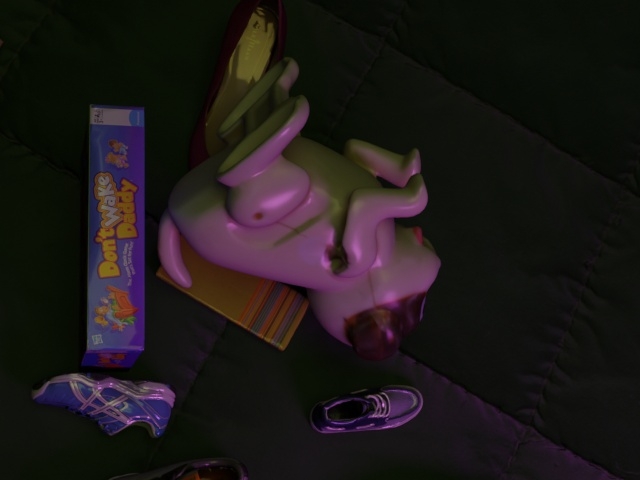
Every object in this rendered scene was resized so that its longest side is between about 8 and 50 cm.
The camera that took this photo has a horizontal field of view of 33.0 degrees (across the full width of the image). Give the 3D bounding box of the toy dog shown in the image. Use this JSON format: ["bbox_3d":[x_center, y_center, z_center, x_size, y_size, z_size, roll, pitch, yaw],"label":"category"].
[{"bbox_3d":[0.000,0.000,1.607,0.408,0.284,0.395,40,96,-20],"label":"toy dog"}]

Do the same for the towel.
[{"bbox_3d":[-0.137,0.076,1.719,0.237,0.021,0.102,31,65,-5],"label":"towel"}]

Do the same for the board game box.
[{"bbox_3d":[-0.306,0.005,1.576,0.078,0.233,0.347,1,75,-15],"label":"board game box"}]

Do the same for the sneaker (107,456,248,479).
[{"bbox_3d":[-0.231,0.366,1.560,0.272,0.108,0.100,-14,70,-22],"label":"sneaker"}]

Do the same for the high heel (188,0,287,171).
[{"bbox_3d":[-0.128,-0.210,1.705,0.127,0.181,0.377,7,74,-13],"label":"high heel"}]

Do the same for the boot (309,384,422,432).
[{"bbox_3d":[0.082,0.265,1.692,0.190,0.086,0.069,-11,79,-17],"label":"boot"}]

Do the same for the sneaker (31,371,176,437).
[{"bbox_3d":[-0.320,0.242,1.593,0.211,0.080,0.081,8,71,-12],"label":"sneaker"}]

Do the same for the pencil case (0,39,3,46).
[{"bbox_3d":[-0.627,-0.372,1.652,0.284,0.124,0.124,37,70,-4],"label":"pencil case"}]
